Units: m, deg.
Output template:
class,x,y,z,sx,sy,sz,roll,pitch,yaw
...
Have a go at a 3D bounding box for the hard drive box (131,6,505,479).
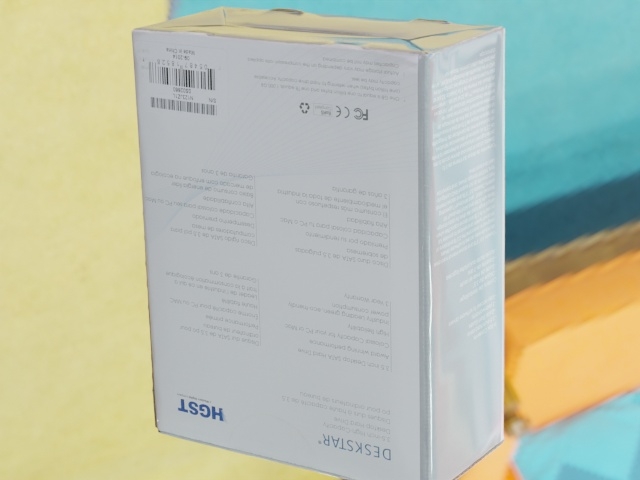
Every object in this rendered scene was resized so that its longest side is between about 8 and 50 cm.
class,x,y,z,sx,sy,sz,roll,pitch,yaw
hard drive box,0.000,0.000,0.884,0.089,0.181,0.232,-25,119,-54
